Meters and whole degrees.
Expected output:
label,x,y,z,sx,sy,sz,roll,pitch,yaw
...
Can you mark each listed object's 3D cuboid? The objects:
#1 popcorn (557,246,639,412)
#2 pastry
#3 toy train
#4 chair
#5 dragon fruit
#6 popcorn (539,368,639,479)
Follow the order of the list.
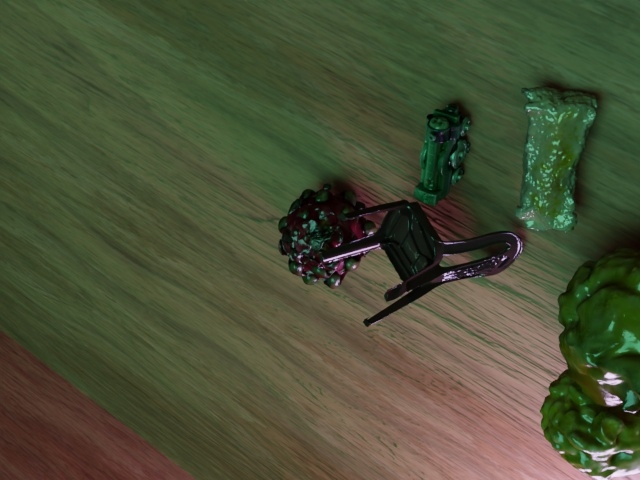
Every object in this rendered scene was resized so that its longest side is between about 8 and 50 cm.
label,x,y,z,sx,sy,sz,roll,pitch,yaw
popcorn,0.530,0.137,1.244,0.279,0.274,0.335,39,166,34
pastry,0.394,-0.134,1.285,0.121,0.089,0.259,13,129,27
toy train,0.220,-0.159,1.397,0.071,0.104,0.178,25,133,28
chair,0.195,0.015,1.446,0.183,0.326,0.176,60,150,22
dragon fruit,-0.005,0.001,1.622,0.273,0.198,0.218,-42,74,47
popcorn,0.545,0.328,1.425,0.285,0.225,0.174,9,126,-13
